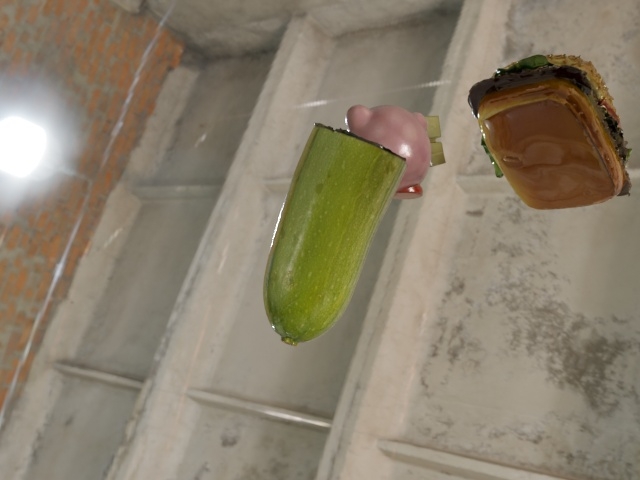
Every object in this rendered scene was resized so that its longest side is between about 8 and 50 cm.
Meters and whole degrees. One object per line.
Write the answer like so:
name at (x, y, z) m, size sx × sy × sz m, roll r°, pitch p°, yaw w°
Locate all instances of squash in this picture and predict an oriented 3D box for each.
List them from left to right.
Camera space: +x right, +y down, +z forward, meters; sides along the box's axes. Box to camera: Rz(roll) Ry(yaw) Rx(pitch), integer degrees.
squash at (0.000, 0.000, 0.684) m, size 0.095 × 0.095 × 0.188 m, roll 26°, pitch -86°, yaw 44°

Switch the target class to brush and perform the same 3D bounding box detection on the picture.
brush at (0.171, -0.202, 1.680) m, size 0.233 × 0.047 × 0.103 m, roll -1°, pitch -80°, yaw 58°

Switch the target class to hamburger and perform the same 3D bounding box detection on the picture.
hamburger at (0.211, -0.104, 0.725) m, size 0.137 × 0.166 × 0.087 m, roll -4°, pitch -133°, yaw 38°

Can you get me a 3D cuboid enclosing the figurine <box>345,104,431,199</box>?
figurine at (0.122, -0.167, 1.447) m, size 0.173 × 0.173 × 0.173 m, roll -18°, pitch -120°, yaw 34°
